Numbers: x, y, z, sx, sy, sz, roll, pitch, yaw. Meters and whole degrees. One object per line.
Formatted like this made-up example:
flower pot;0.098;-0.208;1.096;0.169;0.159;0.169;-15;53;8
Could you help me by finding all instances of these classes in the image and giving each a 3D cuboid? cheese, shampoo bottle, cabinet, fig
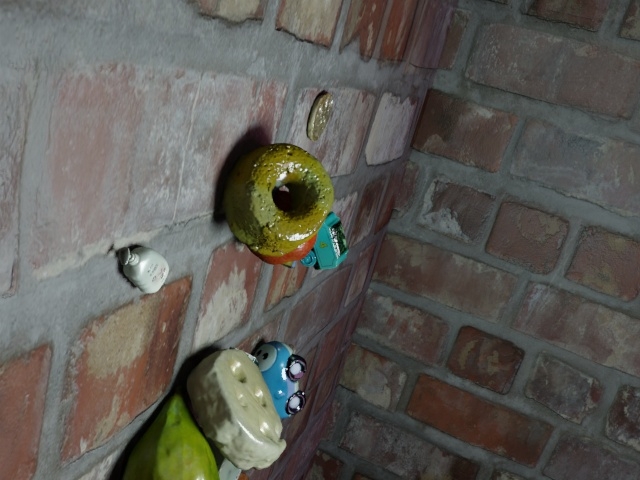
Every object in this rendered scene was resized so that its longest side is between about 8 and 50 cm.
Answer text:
cheese;-0.209;0.424;1.570;0.115;0.318;0.326;-33;-164;11
shampoo bottle;-0.330;0.044;1.120;0.077;0.045;0.152;-64;163;-17
cabinet;-0.318;0.627;1.719;0.206;0.150;0.145;82;28;-60
fig;-0.365;0.529;1.426;0.233;0.314;0.233;-28;162;-10

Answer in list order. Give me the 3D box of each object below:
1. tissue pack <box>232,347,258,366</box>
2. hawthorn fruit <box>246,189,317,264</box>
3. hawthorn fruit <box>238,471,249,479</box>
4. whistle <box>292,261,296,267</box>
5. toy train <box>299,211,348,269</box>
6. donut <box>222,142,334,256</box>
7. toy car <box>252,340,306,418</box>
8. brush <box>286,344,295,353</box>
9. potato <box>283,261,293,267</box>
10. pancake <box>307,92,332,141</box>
tissue pack;-0.253;0.412;1.780;0.170;0.091;0.103;-62;164;-21
hawthorn fruit;-0.102;-0.054;1.526;0.196;0.197;0.225;-48;139;-54
hawthorn fruit;-0.328;0.841;1.968;0.235;0.181;0.181;-19;130;-48
whistle;-0.061;-0.065;1.875;0.062;0.062;0.304;-11;120;-72
toy train;0.000;0.000;1.953;0.107;0.155;0.197;-41;120;-56
donut;-0.082;-0.102;1.389;0.107;0.272;0.272;-14;-137;57
toy car;-0.164;0.458;1.979;0.190;0.189;0.255;-2;100;-36
brush;-0.168;0.457;2.190;0.313;0.072;0.067;-50;142;-53
potato;-0.101;0.010;1.798;0.120;0.081;0.149;-67;165;-1
pancake;0.000;-0.357;1.773;0.152;0.025;0.151;19;90;-74
